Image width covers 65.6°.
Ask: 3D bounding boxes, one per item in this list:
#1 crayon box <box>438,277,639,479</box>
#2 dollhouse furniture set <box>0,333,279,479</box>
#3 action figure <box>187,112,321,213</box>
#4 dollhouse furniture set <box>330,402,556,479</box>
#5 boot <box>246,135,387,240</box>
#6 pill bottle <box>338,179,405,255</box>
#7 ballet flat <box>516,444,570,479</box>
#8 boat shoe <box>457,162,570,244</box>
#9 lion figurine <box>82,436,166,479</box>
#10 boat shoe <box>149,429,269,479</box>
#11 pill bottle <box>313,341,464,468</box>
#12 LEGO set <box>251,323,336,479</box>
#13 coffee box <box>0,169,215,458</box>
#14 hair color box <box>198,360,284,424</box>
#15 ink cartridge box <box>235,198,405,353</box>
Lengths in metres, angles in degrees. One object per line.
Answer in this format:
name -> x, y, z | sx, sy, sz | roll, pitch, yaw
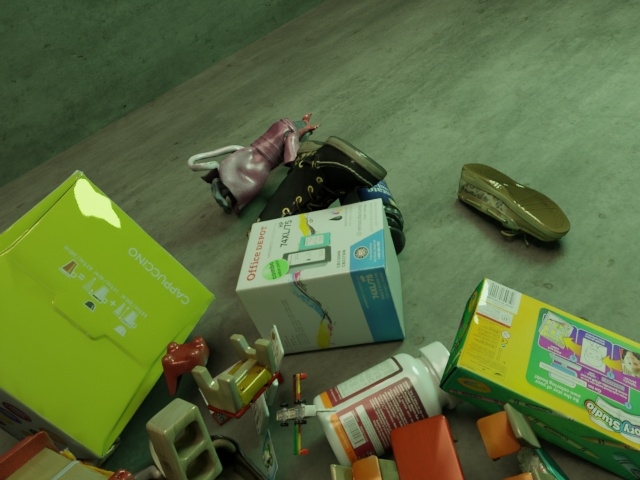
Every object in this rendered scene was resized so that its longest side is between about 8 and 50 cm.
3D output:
crayon box -> 0.330, 0.187, 0.699 | 0.278, 0.081, 0.165 | 24, 52, 11
dollhouse furniture set -> -0.237, 0.288, 0.687 | 0.201, 0.152, 0.374 | 4, 27, 34
action figure -> -0.164, -0.245, 1.379 | 0.370, 0.276, 0.248 | -45, 36, -7
dollhouse furniture set -> 0.147, 0.342, 0.580 | 0.262, 0.135, 0.259 | -28, 50, 20
boot -> -0.025, -0.081, 1.097 | 0.284, 0.138, 0.377 | -57, 26, -3
pill bottle -> 0.118, -0.056, 1.129 | 0.122, 0.123, 0.219 | -19, 39, 3
ballet flat -> 0.309, 0.347, 0.608 | 0.077, 0.091, 0.241 | -45, 36, 5
boat shoe -> 0.405, -0.072, 1.065 | 0.104, 0.089, 0.285 | -6, 35, -24
lion figurine -> -0.312, 0.461, 0.729 | 0.392, 0.142, 0.240 | 8, 53, 51
boat shoe -> -0.165, 0.351, 0.775 | 0.285, 0.092, 0.102 | 25, 20, 38
pill bottle -> 0.110, 0.252, 0.772 | 0.221, 0.121, 0.121 | -25, 39, -6
LEGO set -> -0.051, 0.275, 0.780 | 0.060, 0.183, 0.244 | 7, 23, -21
coffee box -> -0.468, 0.146, 0.896 | 0.334, 0.338, 0.338 | -23, 27, 44
hair color box -> -0.147, 0.269, 0.928 | 0.141, 0.043, 0.072 | -31, 40, -15
ink cartridge box -> 0.009, 0.074, 0.964 | 0.270, 0.197, 0.198 | -11, 39, 13
